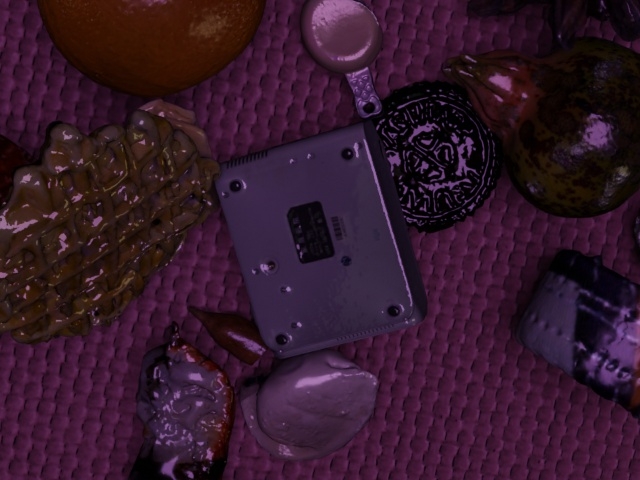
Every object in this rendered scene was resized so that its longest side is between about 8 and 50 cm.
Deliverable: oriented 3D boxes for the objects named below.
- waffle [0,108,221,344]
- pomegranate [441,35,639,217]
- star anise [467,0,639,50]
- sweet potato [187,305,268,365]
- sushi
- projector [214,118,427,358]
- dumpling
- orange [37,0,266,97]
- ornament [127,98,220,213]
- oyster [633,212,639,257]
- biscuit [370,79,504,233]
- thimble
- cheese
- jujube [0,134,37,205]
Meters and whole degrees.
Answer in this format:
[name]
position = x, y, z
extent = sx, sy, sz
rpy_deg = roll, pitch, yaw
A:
[waffle]
position = -0.255, -0.003, 1.460
extent = 0.073, 0.297, 0.317
rpy_deg = 40, 105, 30
[pomegranate]
position = 0.282, -0.141, 1.582
extent = 0.276, 0.222, 0.204
rpy_deg = 4, 129, 6
[star anise]
position = 0.311, -0.316, 1.578
extent = 0.212, 0.283, 0.129
rpy_deg = -21, 132, -25
[sweet potato]
position = -0.117, 0.113, 1.635
extent = 0.117, 0.049, 0.049
rpy_deg = 30, 90, 3
[sushi]
position = -0.176, 0.265, 1.594
extent = 0.130, 0.124, 0.332
rpy_deg = 11, 92, -9
[projector]
position = 0.000, 0.000, 1.579
extent = 0.198, 0.108, 0.250
rpy_deg = -14, 96, 14
[dumpling]
position = -0.011, 0.204, 1.625
extent = 0.176, 0.092, 0.150
rpy_deg = -23, 119, 1
[orange]
position = -0.195, -0.302, 1.483
extent = 0.274, 0.274, 0.274
rpy_deg = 0, 94, -7
[ornament]
position = -0.190, -0.065, 1.577
extent = 0.180, 0.059, 0.201
rpy_deg = 17, 120, -40
[oyster]
position = 0.537, -0.019, 1.667
extent = 0.267, 0.112, 0.198
rpy_deg = -22, 96, -8
[biscuit]
position = 0.137, -0.108, 1.641
extent = 0.194, 0.053, 0.195
rpy_deg = 0, 94, -6
[thimble]
position = 0.367, 0.115, 1.608
extent = 0.237, 0.237, 0.150
rpy_deg = 28, 95, -8
[cheese]
position = 0.041, -0.235, 1.610
extent = 0.092, 0.047, 0.171
rpy_deg = -38, 85, 1
[jujube]
position = -0.421, -0.031, 1.513
extent = 0.232, 0.213, 0.213
rpy_deg = 27, 91, -9
